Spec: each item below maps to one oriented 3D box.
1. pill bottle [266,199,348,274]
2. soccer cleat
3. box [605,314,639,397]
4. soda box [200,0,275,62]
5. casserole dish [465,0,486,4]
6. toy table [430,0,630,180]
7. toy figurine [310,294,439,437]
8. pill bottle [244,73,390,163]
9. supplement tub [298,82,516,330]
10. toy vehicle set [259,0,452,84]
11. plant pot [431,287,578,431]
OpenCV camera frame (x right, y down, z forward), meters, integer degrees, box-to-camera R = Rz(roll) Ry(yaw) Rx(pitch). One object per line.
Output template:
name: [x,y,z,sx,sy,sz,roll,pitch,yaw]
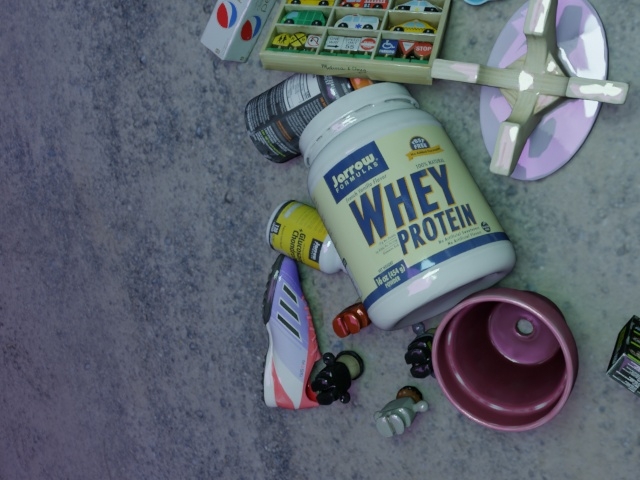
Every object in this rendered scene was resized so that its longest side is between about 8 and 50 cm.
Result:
pill bottle: [0.000,0.000,1.122,0.184,0.103,0.103,23,111,26]
soccer cleat: [-0.050,0.180,1.204,0.117,0.108,0.318,5,102,10]
box: [0.487,0.193,0.822,0.191,0.184,0.045,36,118,19]
soda box: [-0.135,-0.438,1.126,0.069,0.074,0.216,41,118,17]
casserole dish: [0.220,-0.440,0.907,0.188,0.037,0.114,50,136,-3]
toy table: [0.299,-0.216,0.862,0.252,0.161,0.274,4,102,30]
toy figurine: [0.109,0.214,1.086,0.210,0.148,0.212,23,109,19]
pill bottle: [-0.002,-0.234,1.057,0.246,0.130,0.130,-20,90,33]
supplement tub: [0.121,-0.051,0.943,0.235,0.235,0.324,-37,70,32]
toy vehicle set: [0.057,-0.325,0.953,0.267,0.035,0.165,9,62,14]
plant pot: [0.293,0.159,0.934,0.202,0.180,0.201,7,103,30]
